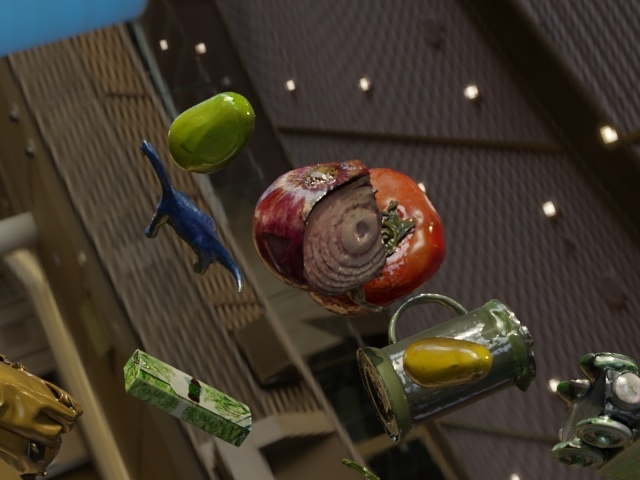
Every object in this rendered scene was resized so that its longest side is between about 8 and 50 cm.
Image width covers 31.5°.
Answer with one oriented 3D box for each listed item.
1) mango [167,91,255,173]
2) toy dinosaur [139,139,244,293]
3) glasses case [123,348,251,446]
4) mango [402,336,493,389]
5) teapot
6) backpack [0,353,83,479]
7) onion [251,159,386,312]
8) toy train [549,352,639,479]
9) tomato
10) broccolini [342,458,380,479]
[{"bbox_3d":[-0.181,-0.176,1.912,0.117,0.163,0.089,58,16,-26],"label":"mango"},{"bbox_3d":[-0.198,-0.033,1.788,0.247,0.075,0.188,41,-31,12],"label":"toy dinosaur"},{"bbox_3d":[-0.265,0.317,2.290,0.272,0.062,0.095,31,14,-24],"label":"glasses case"},{"bbox_3d":[0.188,0.178,1.659,0.161,0.103,0.076,-10,-96,54],"label":"mango"},{"bbox_3d":[0.251,0.226,2.275,0.200,0.337,0.270,88,-21,-59],"label":"teapot"},{"bbox_3d":[-0.671,0.322,2.287,0.353,0.201,0.378,40,-11,-31],"label":"backpack"},{"bbox_3d":[-0.012,-0.028,2.116,0.230,0.256,0.272,26,-71,49],"label":"onion"},{"bbox_3d":[0.566,0.332,2.088,0.307,0.248,0.173,110,-6,-60],"label":"toy train"},{"bbox_3d":[0.091,0.000,2.411,0.293,0.325,0.290,56,-14,-1],"label":"tomato"},{"bbox_3d":[0.101,0.449,2.037,0.194,0.052,0.054,44,-35,53],"label":"broccolini"}]
